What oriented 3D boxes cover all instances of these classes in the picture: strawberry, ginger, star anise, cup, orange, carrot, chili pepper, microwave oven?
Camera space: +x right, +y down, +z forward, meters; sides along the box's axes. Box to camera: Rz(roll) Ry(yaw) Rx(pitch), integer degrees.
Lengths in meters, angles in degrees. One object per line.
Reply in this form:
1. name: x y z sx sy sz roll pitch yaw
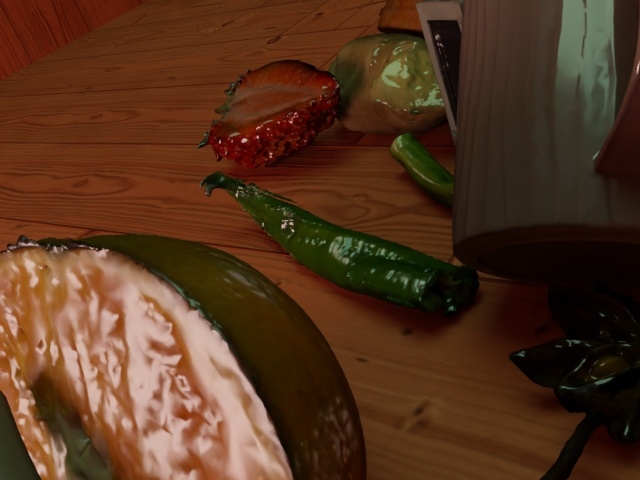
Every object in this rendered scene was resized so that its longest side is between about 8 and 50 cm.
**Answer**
1. strawberry: -0.050 -0.186 0.990 0.228 0.098 0.174 -17 45 30
2. ginger: 0.103 -0.213 0.941 0.152 0.137 0.267 5 5 -32
3. star anise: 0.196 0.090 0.467 0.234 0.073 0.177 -7 29 -13
4. cup: 0.222 -0.116 0.519 0.209 0.273 0.288 11 -14 -19
5. orange: -0.109 0.121 0.432 0.274 0.274 0.310 -30 11 -16
6. carrot: 0.224 -0.316 0.983 0.259 0.100 0.307 0 19 -26
7. chili pepper: 0.139 -0.069 0.781 0.050 0.052 0.201 -51 35 5
8. microwave oven: 0.214 -0.185 0.761 0.162 0.208 0.122 -24 22 -8
9. chili pepper: 0.000 0.000 0.730 0.085 0.076 0.359 -19 29 -38

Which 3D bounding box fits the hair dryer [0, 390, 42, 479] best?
1. hair dryer: -0.219 0.193 0.383 0.225 0.088 0.218 -4 61 -7
